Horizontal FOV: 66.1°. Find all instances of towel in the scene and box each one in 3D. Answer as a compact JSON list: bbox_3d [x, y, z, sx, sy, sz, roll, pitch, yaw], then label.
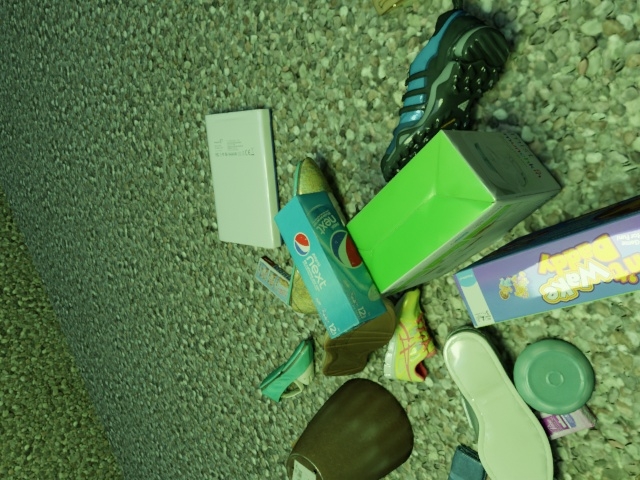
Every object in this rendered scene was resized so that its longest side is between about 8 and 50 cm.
[{"bbox_3d":[0.287,0.463,0.966,0.067,0.029,0.119,22,117,35],"label":"towel"}]

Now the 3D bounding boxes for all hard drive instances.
[{"bbox_3d":[-0.189,-0.149,1.199,0.210,0.040,0.318,7,107,41],"label":"hard drive"}]

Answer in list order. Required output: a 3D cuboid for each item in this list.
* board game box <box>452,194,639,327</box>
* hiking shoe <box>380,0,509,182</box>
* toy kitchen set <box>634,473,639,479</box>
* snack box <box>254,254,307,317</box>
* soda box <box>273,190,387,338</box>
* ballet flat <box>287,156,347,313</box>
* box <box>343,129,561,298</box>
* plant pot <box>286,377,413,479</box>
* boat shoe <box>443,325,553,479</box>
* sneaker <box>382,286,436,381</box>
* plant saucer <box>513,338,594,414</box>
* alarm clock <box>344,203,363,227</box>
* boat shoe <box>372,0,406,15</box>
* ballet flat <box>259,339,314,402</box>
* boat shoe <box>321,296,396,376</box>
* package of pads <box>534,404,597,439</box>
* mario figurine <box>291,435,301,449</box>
[{"bbox_3d":[0.374,0.000,0.608,0.347,0.233,0.078,-26,84,44],"label":"board game box"},{"bbox_3d":[0.186,-0.227,0.817,0.304,0.113,0.132,-59,37,39],"label":"hiking shoe"},{"bbox_3d":[0.482,0.330,0.729,0.075,0.083,0.068,60,174,11],"label":"toy kitchen set"},{"bbox_3d":[-0.092,0.112,1.203,0.178,0.022,0.064,37,125,28],"label":"snack box"},{"bbox_3d":[0.012,0.033,0.740,0.071,0.067,0.210,-40,71,44],"label":"soda box"},{"bbox_3d":[0.000,0.000,1.040,0.123,0.123,0.348,21,115,36],"label":"ballet flat"},{"bbox_3d":[0.193,-0.036,0.760,0.262,0.231,0.126,-47,67,41],"label":"box"},{"bbox_3d":[0.044,0.440,1.039,0.215,0.230,0.215,15,112,39],"label":"plant pot"},{"bbox_3d":[0.310,0.295,0.862,0.116,0.099,0.319,-25,89,16],"label":"boat shoe"},{"bbox_3d":[0.182,0.184,0.952,0.094,0.081,0.208,14,116,27],"label":"sneaker"},{"bbox_3d":[0.371,0.218,0.780,0.119,0.021,0.119,-2,83,15],"label":"plant saucer"},{"bbox_3d":[0.079,0.013,0.926,0.064,0.192,0.129,30,136,-23],"label":"alarm clock"},{"bbox_3d":[0.192,-0.417,0.715,0.341,0.122,0.110,16,134,57],"label":"boat shoe"},{"bbox_3d":[-0.064,0.330,1.218,0.087,0.083,0.247,38,129,-2],"label":"ballet flat"},{"bbox_3d":[0.060,0.163,0.972,0.342,0.123,0.123,100,168,-57],"label":"boat shoe"},{"bbox_3d":[0.402,0.291,0.809,0.083,0.032,0.050,-44,70,40],"label":"package of pads"},{"bbox_3d":[0.031,0.608,1.132,0.170,0.198,0.320,-47,55,-5],"label":"mario figurine"}]
